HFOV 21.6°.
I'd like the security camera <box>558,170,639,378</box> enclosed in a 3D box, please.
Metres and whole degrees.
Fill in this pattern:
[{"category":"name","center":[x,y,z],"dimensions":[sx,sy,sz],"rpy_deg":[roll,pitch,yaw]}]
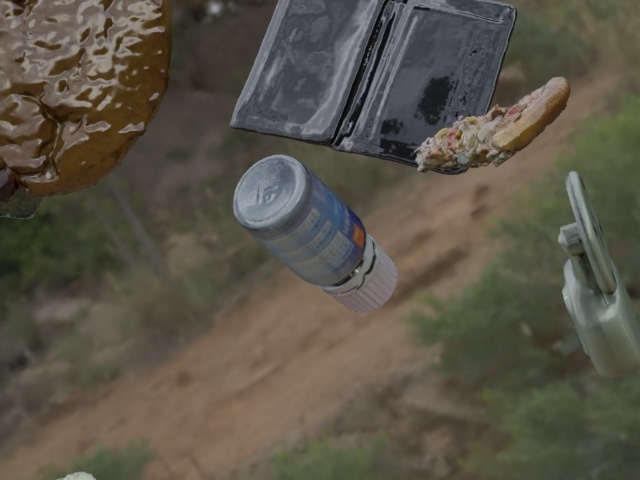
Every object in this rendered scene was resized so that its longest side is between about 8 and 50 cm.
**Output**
[{"category":"security camera","center":[0.338,0.044,2.114],"dimensions":[0.080,0.301,0.157],"rpy_deg":[-16,43,11]}]

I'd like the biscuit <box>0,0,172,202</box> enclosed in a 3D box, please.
[{"category":"biscuit","center":[-0.271,-0.183,1.530],"dimensions":[0.296,0.296,0.075],"rpy_deg":[-33,-5,-3]}]

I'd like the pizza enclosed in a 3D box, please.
[{"category":"pizza","center":[0.174,-0.119,1.834],"dimensions":[0.195,0.052,0.185],"rpy_deg":[-21,13,41]}]

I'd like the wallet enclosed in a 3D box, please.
[{"category":"wallet","center":[0.068,-0.217,2.083],"dimensions":[0.041,0.323,0.247],"rpy_deg":[57,-130,-62]}]

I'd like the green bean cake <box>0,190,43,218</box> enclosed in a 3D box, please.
[{"category":"green bean cake","center":[-0.445,-0.125,2.168],"dimensions":[0.183,0.185,0.094],"rpy_deg":[8,39,8]}]

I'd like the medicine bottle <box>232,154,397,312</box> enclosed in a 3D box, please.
[{"category":"medicine bottle","center":[0.000,0.000,1.598],"dimensions":[0.083,0.203,0.083],"rpy_deg":[-16,55,24]}]

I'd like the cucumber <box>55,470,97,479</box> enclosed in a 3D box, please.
[{"category":"cucumber","center":[-0.229,0.370,1.875],"dimensions":[0.074,0.241,0.074],"rpy_deg":[-24,20,9]}]
